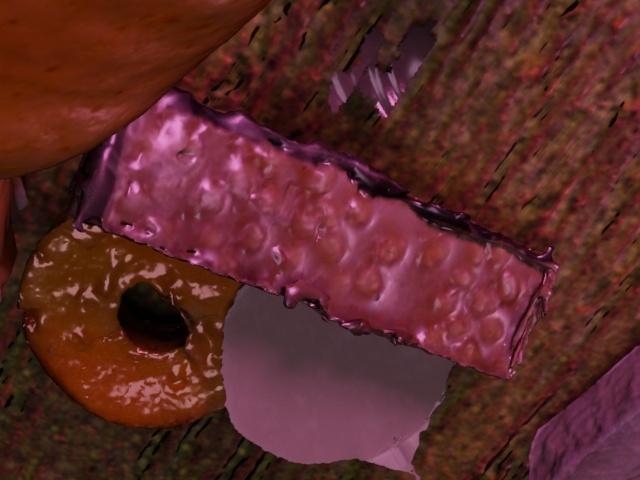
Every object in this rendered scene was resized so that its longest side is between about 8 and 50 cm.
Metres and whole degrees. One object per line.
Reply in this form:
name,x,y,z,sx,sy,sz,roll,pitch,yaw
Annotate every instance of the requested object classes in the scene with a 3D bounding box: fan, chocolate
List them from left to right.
chocolate,-0.002,-0.003,0.967,0.329,0.065,0.102,22,82,-27
fan,0.045,0.122,1.086,0.182,0.010,0.310,-30,121,-6

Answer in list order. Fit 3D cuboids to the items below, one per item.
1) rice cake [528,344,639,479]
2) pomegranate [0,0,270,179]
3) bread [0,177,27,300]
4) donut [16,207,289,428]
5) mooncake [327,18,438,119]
rice cake,0.282,0.045,1.030,0.070,0.064,0.399,27,123,-28
pomegranate,-0.149,-0.213,0.707,0.410,0.410,0.410,1,125,1
bread,-0.304,-0.015,0.965,0.241,0.136,0.107,3,128,1
donut,-0.109,0.035,1.039,0.162,0.065,0.178,-14,123,5
mooncake,-0.112,-0.104,0.943,0.346,0.057,0.150,13,137,-10
